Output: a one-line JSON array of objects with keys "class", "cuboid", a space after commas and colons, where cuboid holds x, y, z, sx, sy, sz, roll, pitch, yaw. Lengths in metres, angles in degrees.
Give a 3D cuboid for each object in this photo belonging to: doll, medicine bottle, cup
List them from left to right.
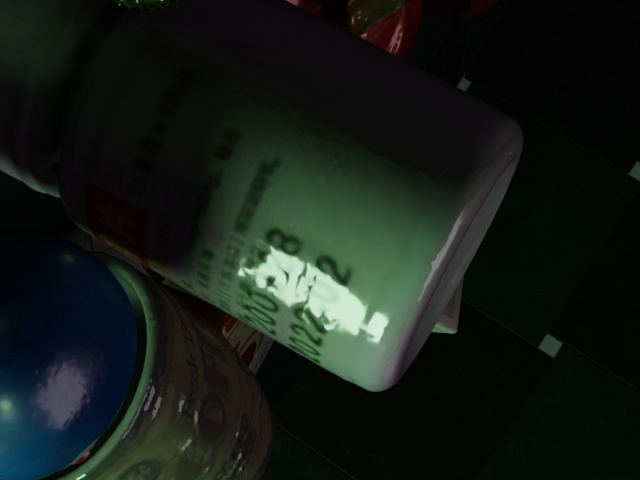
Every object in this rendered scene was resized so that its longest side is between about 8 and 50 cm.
[{"class": "doll", "cuboid": [-0.244, 0.063, 0.750, 0.215, 0.256, 0.161, -44, 146, -51]}, {"class": "cup", "cuboid": [-0.181, 0.130, 1.149, 0.227, 0.301, 0.257, -28, 144, 17]}, {"class": "medicine bottle", "cuboid": [-0.070, -0.072, 0.859, 0.219, 0.388, 0.219, -59, 170, -17]}]

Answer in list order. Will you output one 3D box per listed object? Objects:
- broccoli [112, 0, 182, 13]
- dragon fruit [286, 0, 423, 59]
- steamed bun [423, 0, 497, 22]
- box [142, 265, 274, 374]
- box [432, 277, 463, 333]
[{"class": "broccoli", "cuboid": [-0.063, -0.303, 0.715, 0.283, 0.321, 0.304, 44, 59, -46]}, {"class": "dragon fruit", "cuboid": [-0.033, -0.212, 1.099, 0.302, 0.231, 0.237, -41, 159, -56]}, {"class": "steamed bun", "cuboid": [0.166, -0.457, 1.397, 0.248, 0.235, 0.379, -57, 164, -21]}, {"class": "box", "cuboid": [-0.151, 0.116, 1.559, 0.385, 0.122, 0.344, 102, 13, -53]}, {"class": "box", "cuboid": [0.000, 0.000, 1.300, 0.341, 0.225, 0.143, 25, 69, -60]}]
